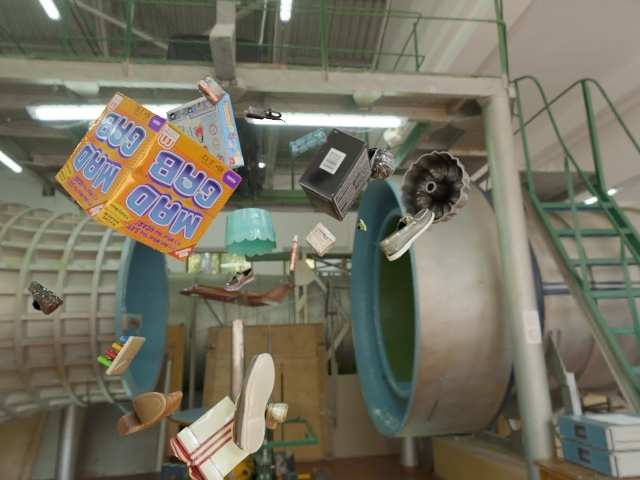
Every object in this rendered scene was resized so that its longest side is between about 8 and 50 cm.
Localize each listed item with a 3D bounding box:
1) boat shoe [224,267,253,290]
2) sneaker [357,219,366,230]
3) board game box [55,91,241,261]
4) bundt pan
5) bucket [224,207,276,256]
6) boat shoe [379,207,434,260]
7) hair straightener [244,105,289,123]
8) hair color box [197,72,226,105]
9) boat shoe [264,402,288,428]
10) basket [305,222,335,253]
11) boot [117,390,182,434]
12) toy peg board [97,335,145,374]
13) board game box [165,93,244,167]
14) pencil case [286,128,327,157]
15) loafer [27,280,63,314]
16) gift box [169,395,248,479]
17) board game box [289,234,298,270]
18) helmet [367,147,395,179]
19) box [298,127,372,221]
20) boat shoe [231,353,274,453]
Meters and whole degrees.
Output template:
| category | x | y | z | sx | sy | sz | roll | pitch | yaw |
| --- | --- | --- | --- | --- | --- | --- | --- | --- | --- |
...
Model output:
| category | x | y | z | sx | sy | sz | roll | pitch | yaw |
| --- | --- | --- | --- | --- | --- | --- | --- | --- | --- |
| boat shoe | -0.402 | 0.185 | 2.208 | 0.066 | 0.066 | 0.183 | 22 | 32 | 25 |
| sneaker | 0.183 | -0.070 | 2.070 | 0.035 | 0.031 | 0.083 | -13 | 32 | -12 |
| board game box | -0.571 | -0.211 | 1.514 | 0.356 | 0.356 | 0.356 | 33 | -3 | 37 |
| bundt pan | 0.520 | -0.222 | 1.998 | 0.124 | 0.330 | 0.331 | 14 | -20 | -43 |
| bucket | -0.371 | -0.040 | 2.360 | 0.281 | 0.183 | 0.281 | -6 | -19 | -2 |
| boat shoe | 0.358 | -0.045 | 1.850 | 0.305 | 0.091 | 0.109 | -44 | 7 | -26 |
| hair straightener | -0.240 | -0.590 | 2.121 | 0.230 | 0.047 | 0.089 | 7 | -15 | -37 |
| hair color box | -0.410 | -0.561 | 1.681 | 0.093 | 0.053 | 0.167 | 48 | -6 | -19 |
| boat shoe | -0.221 | 0.772 | 2.006 | 0.089 | 0.104 | 0.285 | 19 | -36 | -11 |
| basket | 0.000 | 0.000 | 2.115 | 0.103 | 0.113 | 0.167 | -43 | -8 | -5 |
| boot | -0.596 | 0.622 | 1.685 | 0.283 | 0.109 | 0.220 | -46 | -21 | 25 |
| toy peg board | -0.802 | 0.444 | 1.798 | 0.079 | 0.160 | 0.161 | 29 | -14 | 3 |
| board game box | -0.494 | -0.435 | 1.908 | 0.308 | 0.301 | 0.086 | -6 | 8 | 32 |
| pencil case | -0.050 | -0.380 | 1.752 | 0.152 | 0.064 | 0.070 | -25 | 7 | -5 |
| loafer | -1.016 | 0.210 | 1.626 | 0.220 | 0.078 | 0.080 | 14 | -28 | 43 |
| gift box | -0.400 | 0.788 | 1.713 | 0.258 | 0.255 | 0.276 | -33 | -18 | -30 |
| board game box | -0.137 | 0.056 | 2.298 | 0.027 | 0.145 | 0.281 | 9 | 7 | -3 |
| helmet | 0.292 | -0.379 | 2.225 | 0.169 | 0.169 | 0.162 | 9 | 1 | -41 |
| box | 0.075 | -0.284 | 2.007 | 0.183 | 0.296 | 0.294 | 30 | -9 | 19 |
| boat shoe | -0.238 | 0.547 | 1.541 | 0.097 | 0.324 | 0.117 | 0 | -10 | 44 |
